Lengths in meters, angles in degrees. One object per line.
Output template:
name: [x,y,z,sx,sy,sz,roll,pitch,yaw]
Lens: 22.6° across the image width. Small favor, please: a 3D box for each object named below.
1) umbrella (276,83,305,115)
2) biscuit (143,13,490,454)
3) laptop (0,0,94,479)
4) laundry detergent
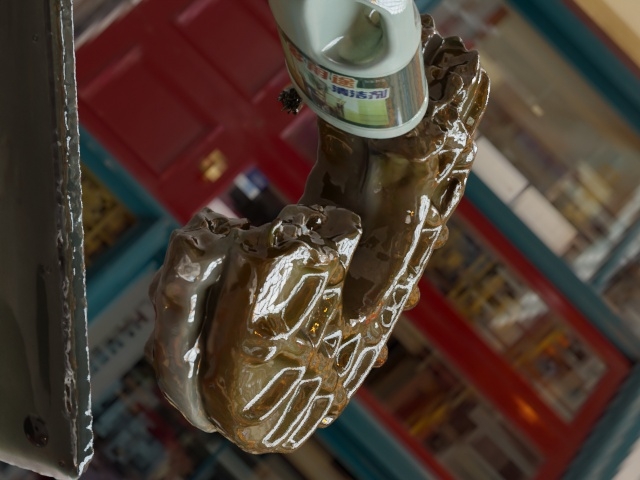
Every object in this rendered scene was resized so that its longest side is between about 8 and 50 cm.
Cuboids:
umbrella: [-0.008,-0.122,1.250,0.083,0.020,0.031,-39,158,-41]
biscuit: [0.002,0.009,1.170,0.366,0.115,0.268,-45,154,-45]
laptop: [-0.169,-0.044,0.658,0.188,0.269,0.015,9,-163,36]
laundry detergent: [0.011,-0.136,0.882,0.070,0.099,0.225,-41,161,-10]
